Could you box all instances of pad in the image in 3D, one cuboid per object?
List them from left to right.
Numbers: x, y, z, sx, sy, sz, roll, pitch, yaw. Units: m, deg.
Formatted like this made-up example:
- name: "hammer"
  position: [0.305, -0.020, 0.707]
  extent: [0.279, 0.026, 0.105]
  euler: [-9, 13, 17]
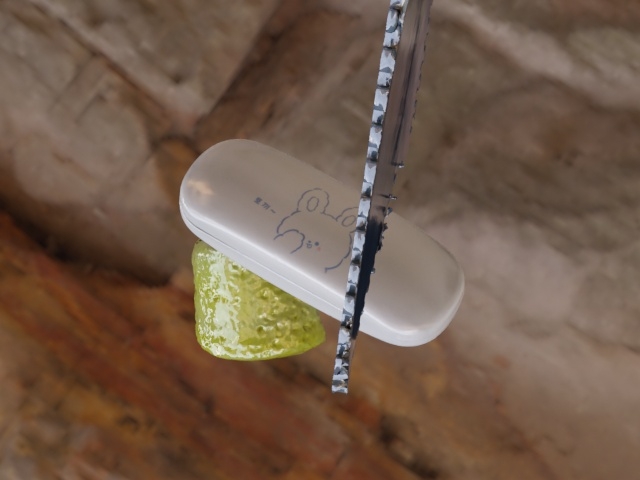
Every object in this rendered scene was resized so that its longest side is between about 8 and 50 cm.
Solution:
- name: "pad"
  position: [0.046, -0.092, 0.866]
  extent: [0.012, 0.269, 0.269]
  euler: [11, 124, 4]

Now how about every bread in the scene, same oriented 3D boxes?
- name: "bread"
  position: [-0.056, 0.043, 1.365]
  extent: [0.129, 0.111, 0.114]
  euler: [-135, 37, -72]

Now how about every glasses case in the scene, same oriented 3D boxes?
- name: "glasses case"
  position: [0.000, 0.000, 1.204]
  extent: [0.233, 0.092, 0.059]
  euler: [31, 149, 14]
